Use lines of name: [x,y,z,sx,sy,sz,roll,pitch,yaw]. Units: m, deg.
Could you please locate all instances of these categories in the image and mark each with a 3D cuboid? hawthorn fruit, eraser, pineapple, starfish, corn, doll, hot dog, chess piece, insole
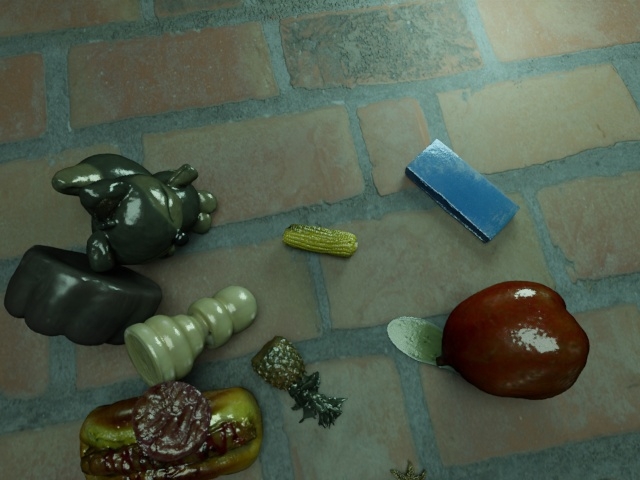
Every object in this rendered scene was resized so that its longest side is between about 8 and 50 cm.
hawthorn fruit: [0.442,0.224,0.995,0.312,0.295,0.294,6,72,-10]
eraser: [0.401,-0.144,1.238,0.312,0.042,0.144,43,75,11]
pineapple: [-0.052,0.348,1.045,0.251,0.125,0.125,43,76,1]
starfish: [0.211,0.561,1.015,0.091,0.028,0.078,-18,71,-12]
corn: [0.000,0.000,1.168,0.203,0.072,0.071,9,72,2]
doll: [-0.484,-0.071,1.061,0.379,0.382,0.252,8,105,16]
hot dog: [-0.335,0.432,0.942,0.406,0.223,0.185,-8,70,-5]
chess piece: [-0.281,0.201,1.014,0.300,0.167,0.167,-30,73,-41]
insole: [0.321,0.289,1.116,0.322,0.007,0.109,27,74,8]

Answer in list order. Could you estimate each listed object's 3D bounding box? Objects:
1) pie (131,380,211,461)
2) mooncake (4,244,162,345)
pie: [-0.288,0.348,0.841,0.155,0.036,0.154,8,54,-11]
mooncake: [-0.534,0.126,0.994,0.306,0.306,0.154,27,87,7]
